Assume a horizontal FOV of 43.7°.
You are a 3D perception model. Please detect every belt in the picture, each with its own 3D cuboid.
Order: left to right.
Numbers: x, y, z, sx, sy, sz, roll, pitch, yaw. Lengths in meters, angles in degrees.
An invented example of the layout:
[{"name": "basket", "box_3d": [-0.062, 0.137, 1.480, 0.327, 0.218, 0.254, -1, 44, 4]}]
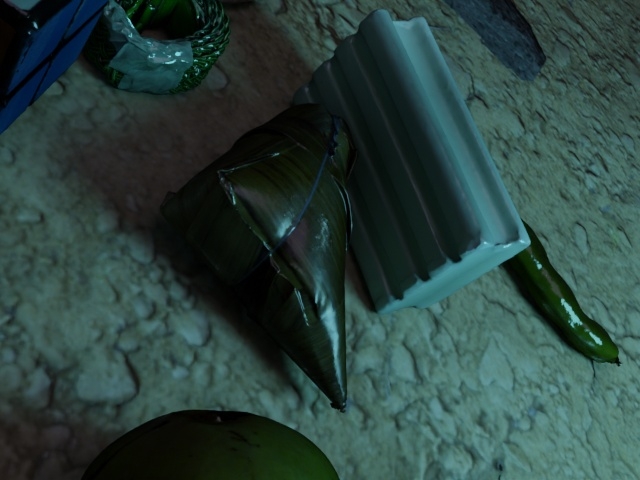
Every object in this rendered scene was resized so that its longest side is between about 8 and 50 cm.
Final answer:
[{"name": "belt", "box_3d": [-0.155, -0.208, 0.771, 0.151, 0.079, 0.121, -34, 86, -45]}]

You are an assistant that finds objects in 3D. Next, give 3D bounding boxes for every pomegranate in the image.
[{"name": "pomegranate", "box_3d": [-0.064, 0.208, 0.505, 0.179, 0.179, 0.211, -6, 68, -40]}]

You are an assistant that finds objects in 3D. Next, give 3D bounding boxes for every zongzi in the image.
[{"name": "zongzi", "box_3d": [0.000, 0.000, 0.743, 0.242, 0.112, 0.221, 52, 43, -9]}]

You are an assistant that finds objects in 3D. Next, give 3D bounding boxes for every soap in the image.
[{"name": "soap", "box_3d": [0.084, -0.078, 0.817, 0.087, 0.160, 0.266, -5, 65, -40]}]

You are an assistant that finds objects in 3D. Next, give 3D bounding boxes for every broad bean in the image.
[{"name": "broad bean", "box_3d": [0.278, 0.059, 0.962, 0.255, 0.046, 0.065, 53, 38, 0]}]

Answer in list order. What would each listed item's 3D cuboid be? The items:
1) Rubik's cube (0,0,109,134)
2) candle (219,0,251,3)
[{"name": "Rubik's cube", "box_3d": [-0.270, -0.202, 0.604, 0.180, 0.183, 0.167, 36, 45, -12]}, {"name": "candle", "box_3d": [-0.146, -0.437, 0.894, 0.287, 0.131, 0.317, 20, 51, -24]}]
